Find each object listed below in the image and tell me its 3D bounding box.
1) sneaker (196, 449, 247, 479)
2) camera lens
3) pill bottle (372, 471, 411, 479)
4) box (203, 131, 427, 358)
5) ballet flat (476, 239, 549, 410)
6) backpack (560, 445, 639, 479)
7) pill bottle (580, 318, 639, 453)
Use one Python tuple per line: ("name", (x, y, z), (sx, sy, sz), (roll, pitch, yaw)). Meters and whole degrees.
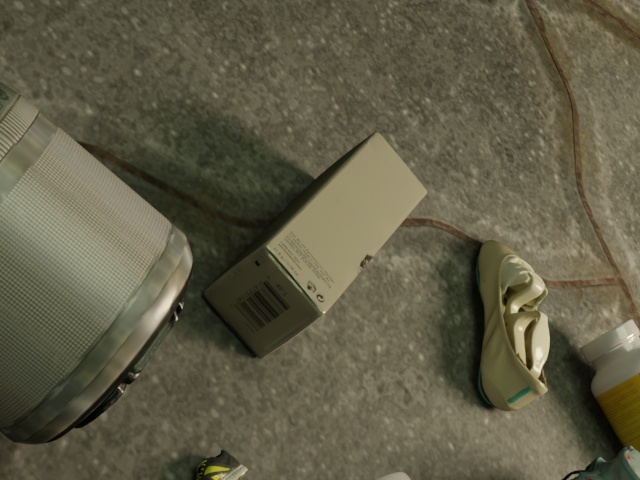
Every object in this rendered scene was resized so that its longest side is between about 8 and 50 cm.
("sneaker", (-0.103, 0.218, 1.341), (0.035, 0.031, 0.083), (46, 33, 13))
("camera lens", (-0.257, 0.012, 1.186), (0.274, 0.219, 0.219), (41, 40, -14))
("pill bottle", (0.092, 0.347, 1.248), (0.162, 0.162, 0.278), (-10, 60, -48))
("box", (0.000, 0.000, 1.539), (0.094, 0.113, 0.275), (49, 40, -5))
("ballet flat", (0.232, 0.087, 1.726), (0.086, 0.086, 0.248), (28, 45, -27))
("backpack", (0.316, 0.310, 1.554), (0.166, 0.144, 0.188), (51, 23, 14))
("pill bottle", (0.393, 0.193, 1.787), (0.103, 0.103, 0.184), (-18, 75, -50))
